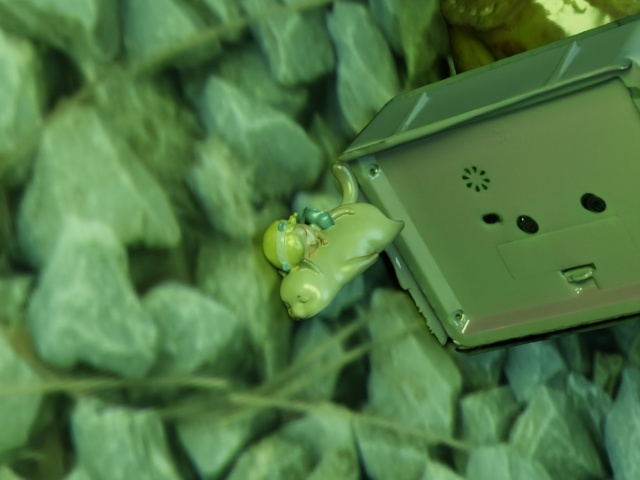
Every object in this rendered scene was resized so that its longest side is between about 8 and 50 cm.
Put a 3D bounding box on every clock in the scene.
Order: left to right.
[{"bbox_3d":[0.121,-0.027,0.915,0.145,0.193,0.073,59,41,-19],"label":"clock"}]

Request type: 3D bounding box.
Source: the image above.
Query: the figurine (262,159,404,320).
[{"bbox_3d":[0.000,0.000,0.890,0.050,0.047,0.083,49,52,-6],"label":"figurine"}]

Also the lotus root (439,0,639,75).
[{"bbox_3d":[0.189,-0.080,1.016,0.291,0.193,0.193,43,50,-32],"label":"lotus root"}]
